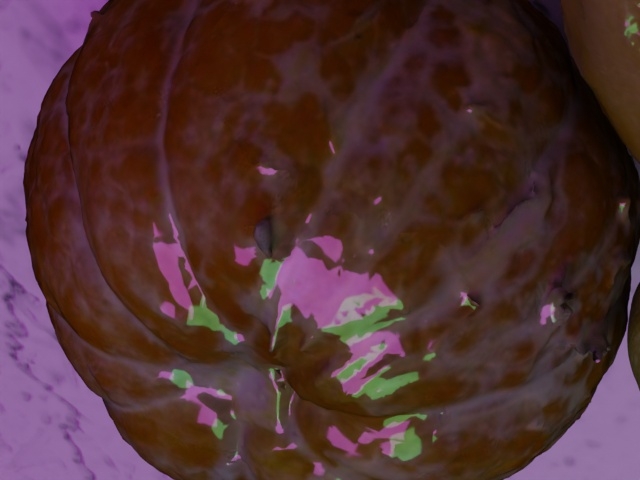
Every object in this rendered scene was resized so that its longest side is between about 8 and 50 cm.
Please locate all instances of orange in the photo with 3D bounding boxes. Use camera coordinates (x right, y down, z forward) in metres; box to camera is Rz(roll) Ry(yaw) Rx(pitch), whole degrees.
[{"bbox_3d":[0.000,0.000,0.805,0.329,0.249,0.329,12,129,15],"label":"orange"}]

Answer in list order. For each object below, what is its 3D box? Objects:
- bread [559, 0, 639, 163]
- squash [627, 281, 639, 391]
[{"bbox_3d":[0.226,-0.120,0.656,0.270,0.148,0.270,18,135,19],"label":"bread"},{"bbox_3d":[0.238,0.074,0.779,0.132,0.132,0.247,-13,137,35],"label":"squash"}]
